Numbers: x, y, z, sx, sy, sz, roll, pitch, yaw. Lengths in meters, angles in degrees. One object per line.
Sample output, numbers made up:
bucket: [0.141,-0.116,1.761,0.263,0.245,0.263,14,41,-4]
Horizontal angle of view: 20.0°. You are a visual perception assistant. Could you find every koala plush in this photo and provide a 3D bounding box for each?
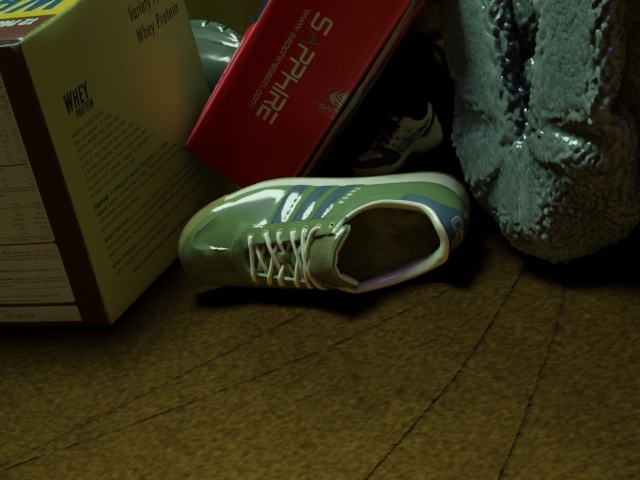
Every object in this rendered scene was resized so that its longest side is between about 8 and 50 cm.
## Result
koala plush: [0.212,-0.091,1.133,0.221,0.203,0.196,-3,3,-28]

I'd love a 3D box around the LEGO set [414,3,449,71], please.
LEGO set: [0.119,-0.238,1.549,0.182,0.060,0.244,17,48,25]

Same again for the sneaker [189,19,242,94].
sneaker: [-0.158,-0.094,1.434,0.286,0.109,0.130,-4,36,36]

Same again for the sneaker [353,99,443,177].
sneaker: [0.052,-0.074,1.317,0.083,0.037,0.032,-34,31,-34]

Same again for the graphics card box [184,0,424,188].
graphics card box: [0.037,-0.219,1.317,0.094,0.233,0.371,30,42,-4]

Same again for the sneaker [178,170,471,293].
sneaker: [0.000,0.000,1.142,0.192,0.064,0.086,-9,19,6]

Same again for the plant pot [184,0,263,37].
plant pot: [-0.127,-0.269,1.591,0.276,0.254,0.276,-12,22,5]

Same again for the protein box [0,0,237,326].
protein box: [-0.180,-0.075,1.249,0.136,0.201,0.200,-2,26,27]
